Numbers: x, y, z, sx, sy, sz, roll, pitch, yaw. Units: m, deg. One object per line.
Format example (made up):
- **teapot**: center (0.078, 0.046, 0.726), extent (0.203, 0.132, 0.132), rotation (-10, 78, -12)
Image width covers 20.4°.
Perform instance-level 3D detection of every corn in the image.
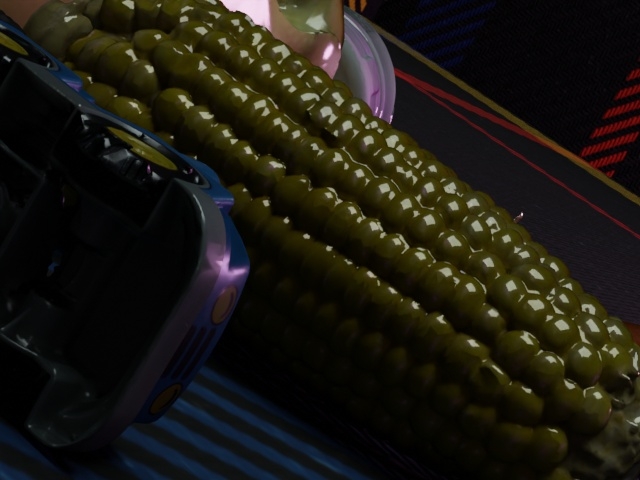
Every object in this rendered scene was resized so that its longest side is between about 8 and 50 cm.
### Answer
- **corn**: center (0.000, 0.000, 0.797), extent (0.347, 0.130, 0.130), rotation (38, 12, 16)

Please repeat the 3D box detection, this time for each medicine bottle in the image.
- **medicine bottle**: center (-0.019, -0.100, 1.199), extent (0.135, 0.135, 0.168), rotation (31, 10, 1)

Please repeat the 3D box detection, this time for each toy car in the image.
- **toy car**: center (-0.097, -0.009, 0.626), extent (0.191, 0.097, 0.100), rotation (37, 11, 33)

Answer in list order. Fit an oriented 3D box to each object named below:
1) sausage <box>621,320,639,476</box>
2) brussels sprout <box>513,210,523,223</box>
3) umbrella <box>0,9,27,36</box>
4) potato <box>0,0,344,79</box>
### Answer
- **sausage**: center (0.150, 0.082, 0.955), extent (0.300, 0.083, 0.089), rotation (17, 14, -46)
- **brussels sprout**: center (0.095, 0.007, 1.243), extent (0.085, 0.058, 0.085), rotation (-1, 26, 0)
- **umbrella**: center (-0.251, -0.107, 0.644), extent (0.326, 0.094, 0.090), rotation (20, -24, -36)
- **potato**: center (-0.141, -0.161, 0.959), extent (0.285, 0.242, 0.242), rotation (11, 21, -44)
